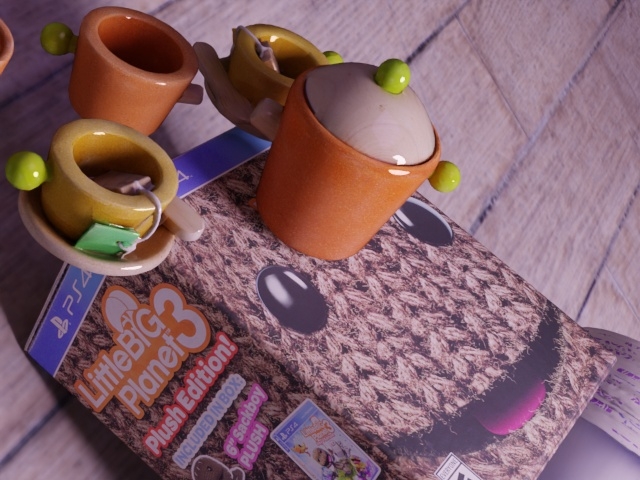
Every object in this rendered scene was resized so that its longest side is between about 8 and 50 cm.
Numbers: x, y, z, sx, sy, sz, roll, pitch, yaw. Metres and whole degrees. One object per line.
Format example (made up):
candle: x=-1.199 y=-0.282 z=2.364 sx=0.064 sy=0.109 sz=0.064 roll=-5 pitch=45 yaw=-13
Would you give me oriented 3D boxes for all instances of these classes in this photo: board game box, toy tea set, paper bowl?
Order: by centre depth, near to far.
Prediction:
toy tea set: x=-0.078 y=-0.087 z=0.653 sx=0.336 sy=0.124 sz=0.200 roll=-4 pitch=48 yaw=-40
board game box: x=0.007 y=0.073 z=0.760 sx=0.291 sy=0.141 sz=0.232 roll=40 pitch=36 yaw=10
paper bowl: x=0.270 y=0.222 z=1.009 sx=0.148 sy=0.284 sz=0.284 roll=-43 pitch=109 yaw=-15
